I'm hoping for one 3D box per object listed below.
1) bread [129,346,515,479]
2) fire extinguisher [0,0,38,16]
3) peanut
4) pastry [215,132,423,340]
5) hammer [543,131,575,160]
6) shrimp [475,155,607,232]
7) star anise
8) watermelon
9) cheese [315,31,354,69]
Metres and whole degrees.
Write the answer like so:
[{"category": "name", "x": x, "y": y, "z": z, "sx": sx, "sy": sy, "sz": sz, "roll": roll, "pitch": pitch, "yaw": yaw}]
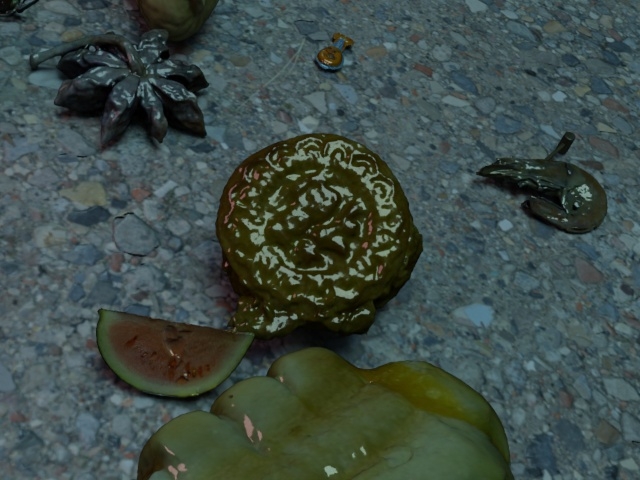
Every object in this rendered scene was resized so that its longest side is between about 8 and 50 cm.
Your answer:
[{"category": "bread", "x": 0.016, "y": 0.248, "z": 0.774, "sx": 0.300, "sy": 0.210, "sz": 0.341, "roll": 20, "pitch": 34, "yaw": 29}, {"category": "fire extinguisher", "x": -0.485, "y": -0.368, "z": 1.247, "sx": 0.158, "sy": 0.043, "sz": 0.064, "roll": 34, "pitch": 76, "yaw": 10}, {"category": "peanut", "x": -0.242, "y": -0.424, "z": 1.328, "sx": 0.159, "sy": 0.143, "sz": 0.291, "roll": -10, "pitch": 51, "yaw": -38}, {"category": "pastry", "x": 0.000, "y": 0.000, "z": 1.021, "sx": 0.240, "sy": 0.132, "sz": 0.235, "roll": -5, "pitch": 80, "yaw": -4}, {"category": "hammer", "x": 0.372, "y": -0.136, "z": 1.391, "sx": 0.019, "sy": 0.035, "sz": 0.110, "roll": 40, "pitch": 56, "yaw": 17}, {"category": "shrimp", "x": 0.340, "y": -0.073, "z": 1.311, "sx": 0.223, "sy": 0.047, "sz": 0.126, "roll": 9, "pitch": 57, "yaw": -16}, {"category": "star anise", "x": -0.267, "y": -0.222, "z": 1.176, "sx": 0.262, "sy": 0.081, "sz": 0.230, "roll": 23, "pitch": 56, "yaw": -4}, {"category": "watermelon", "x": -0.160, "y": 0.113, "z": 0.924, "sx": 0.163, "sy": 0.087, "sz": 0.069, "roll": 12, "pitch": 16, "yaw": -11}, {"category": "cheese", "x": 0.023, "y": -0.309, "z": 1.415, "sx": 0.047, "sy": 0.017, "sz": 0.111, "roll": 28, "pitch": 45, "yaw": 0}]
